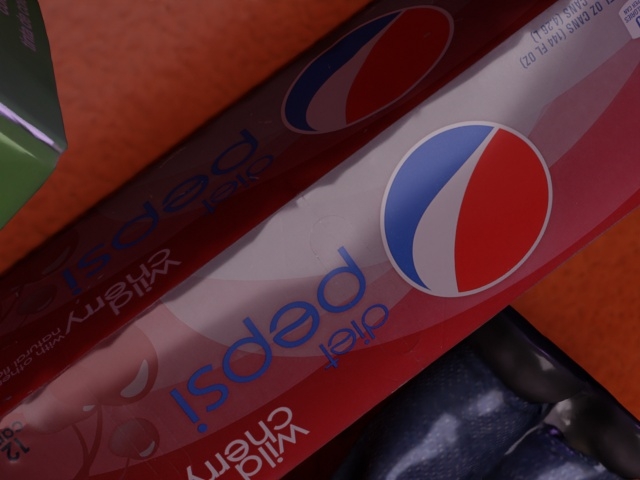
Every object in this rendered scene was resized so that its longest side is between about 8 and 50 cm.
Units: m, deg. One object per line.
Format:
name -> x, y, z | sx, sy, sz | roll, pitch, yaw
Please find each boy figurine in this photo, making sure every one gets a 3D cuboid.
boy figurine -> 0.008, 0.156, 0.725 | 0.177, 0.092, 0.285 | 36, 96, -27

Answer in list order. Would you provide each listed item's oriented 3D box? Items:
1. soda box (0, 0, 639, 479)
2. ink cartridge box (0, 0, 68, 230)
soda box -> 0.000, 0.000, 0.660 | 0.263, 0.092, 0.083 | -37, 119, -3
ink cartridge box -> -0.241, -0.052, 0.524 | 0.278, 0.117, 0.201 | 36, 107, -27
